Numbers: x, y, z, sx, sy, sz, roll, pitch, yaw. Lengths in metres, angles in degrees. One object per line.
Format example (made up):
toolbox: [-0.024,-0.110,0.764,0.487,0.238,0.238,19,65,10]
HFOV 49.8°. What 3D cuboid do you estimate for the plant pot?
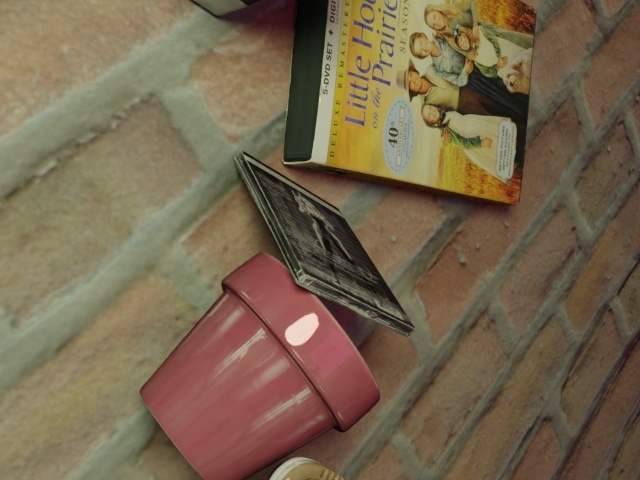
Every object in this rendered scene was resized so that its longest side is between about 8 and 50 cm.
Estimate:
plant pot: [-0.069,0.142,0.693,0.180,0.201,0.201,-39,118,-15]

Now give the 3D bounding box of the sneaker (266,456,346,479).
sneaker: [-0.024,0.302,0.743,0.099,0.153,0.282,-46,132,-23]

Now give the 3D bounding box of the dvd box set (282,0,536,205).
dvd box set: [0.141,-0.221,0.924,0.420,0.062,0.308,7,88,-41]

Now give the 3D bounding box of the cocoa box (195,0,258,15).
cocoa box: [-0.063,-0.429,0.621,0.231,0.228,0.347,28,75,-39]

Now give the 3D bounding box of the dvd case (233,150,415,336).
dvd case: [0.000,0.000,0.735,0.164,0.221,0.018,29,111,-39]
